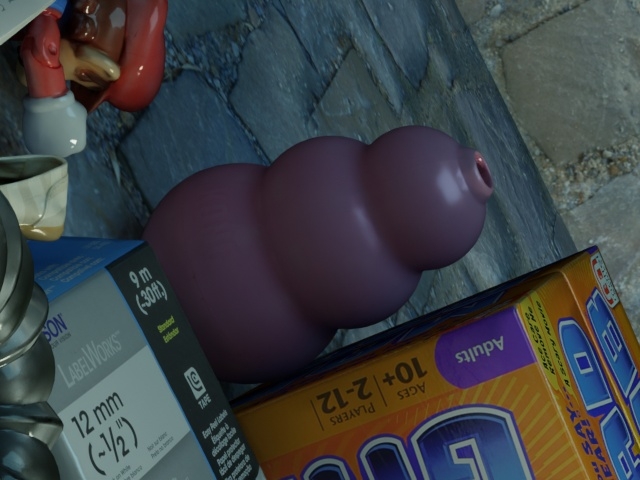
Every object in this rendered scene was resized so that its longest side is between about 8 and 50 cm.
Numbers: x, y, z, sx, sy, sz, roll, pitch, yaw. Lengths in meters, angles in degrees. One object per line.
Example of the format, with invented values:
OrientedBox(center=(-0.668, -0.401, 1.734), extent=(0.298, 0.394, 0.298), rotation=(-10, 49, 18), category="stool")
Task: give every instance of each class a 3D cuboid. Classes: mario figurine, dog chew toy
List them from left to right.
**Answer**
OrientedBox(center=(-0.270, -0.188, 1.342), extent=(0.320, 0.170, 0.198), rotation=(30, 77, -41), category="mario figurine")
OrientedBox(center=(0.000, 0.000, 1.439), extent=(0.206, 0.331, 0.207), rotation=(49, 28, -38), category="dog chew toy")

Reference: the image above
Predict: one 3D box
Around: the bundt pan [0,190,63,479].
OrientedBox(center=(-0.226, 0.100, 0.910), extent=(0.331, 0.124, 0.331), rotation=(-4, 90, -89), category="bundt pan")

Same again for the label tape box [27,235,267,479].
OrientedBox(center=(-0.190, 0.101, 1.193), extent=(0.348, 0.115, 0.249), rotation=(66, 21, -6), category="label tape box")

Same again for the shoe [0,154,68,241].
OrientedBox(center=(-0.271, -0.037, 1.128), extent=(0.219, 0.058, 0.076), rotation=(0, 31, -46), category="shoe")

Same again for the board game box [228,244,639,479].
OrientedBox(center=(0.131, 0.252, 1.457), extent=(0.357, 0.356, 0.356), rotation=(67, 21, 1), category="board game box")

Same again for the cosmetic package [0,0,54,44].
OrientedBox(center=(-0.284, -0.198, 0.987), extent=(0.217, 0.156, 0.385), rotation=(54, -5, -16), category="cosmetic package")
